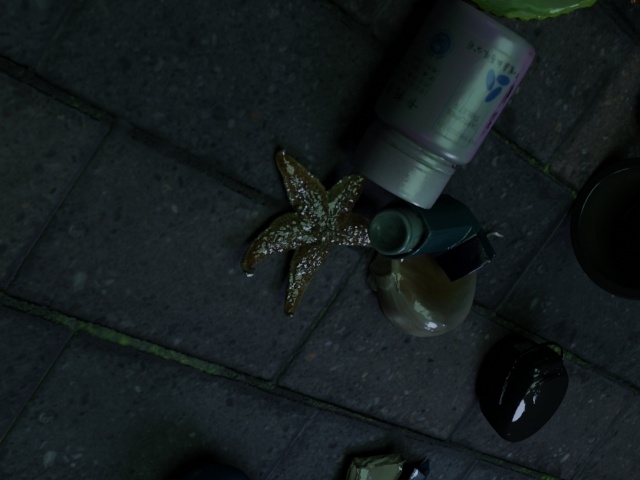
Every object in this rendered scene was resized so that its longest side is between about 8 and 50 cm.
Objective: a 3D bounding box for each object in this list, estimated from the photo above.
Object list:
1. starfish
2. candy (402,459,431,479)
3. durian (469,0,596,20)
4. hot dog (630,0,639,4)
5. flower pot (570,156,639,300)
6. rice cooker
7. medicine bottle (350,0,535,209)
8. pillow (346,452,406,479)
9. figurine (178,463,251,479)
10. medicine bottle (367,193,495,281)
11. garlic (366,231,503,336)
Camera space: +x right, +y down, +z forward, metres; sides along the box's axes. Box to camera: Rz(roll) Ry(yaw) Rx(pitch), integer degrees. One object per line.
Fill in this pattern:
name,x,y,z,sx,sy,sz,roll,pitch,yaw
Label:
starfish,-0.003,-0.002,1.576,0.231,0.048,0.295,-51,134,6
candy,0.157,0.430,2.019,0.088,0.038,0.136,-55,163,7
durian,0.276,-0.354,1.449,0.352,0.169,0.158,6,105,-56
hot dog,0.692,-0.377,1.644,0.367,0.365,0.196,-32,139,-15
flower pot,0.554,-0.015,1.935,0.235,0.235,0.148,-59,156,11
rice cooker,0.356,0.259,2.020,0.142,0.118,0.203,-12,127,-33
medicine bottle,0.156,-0.179,1.500,0.152,0.152,0.254,21,104,-47
pillow,0.074,0.454,1.976,0.119,0.053,0.208,-2,120,-41
figurine,-0.085,0.504,1.756,0.416,0.298,0.243,39,66,-47
medicine bottle,0.154,-0.005,1.610,0.079,0.124,0.258,-28,168,26
garlic,0.188,0.071,1.771,0.266,0.128,0.148,-11,139,-47
